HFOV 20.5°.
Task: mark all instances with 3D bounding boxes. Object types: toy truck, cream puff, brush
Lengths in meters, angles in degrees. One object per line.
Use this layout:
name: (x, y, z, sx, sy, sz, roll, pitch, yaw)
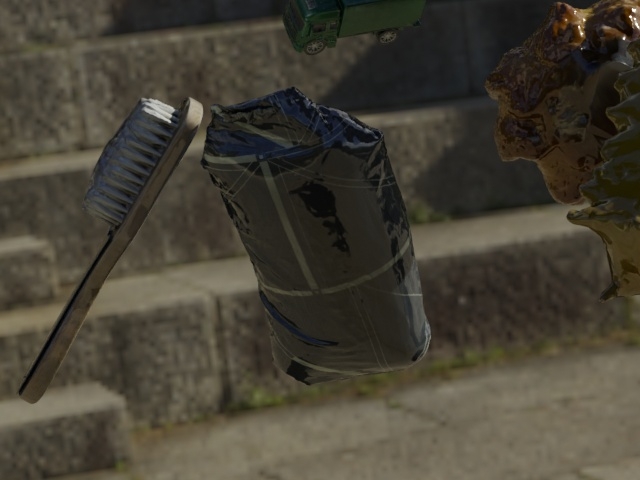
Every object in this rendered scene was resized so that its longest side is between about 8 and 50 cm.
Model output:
toy truck: (0.035, -0.255, 1.953, 0.147, 0.065, 0.079, -13, -31, -16)
cream puff: (0.330, -0.179, 2.195, 0.241, 0.269, 0.155, 23, 11, -12)
brush: (-0.212, 0.003, 1.650, 0.065, 0.327, 0.070, 27, 9, -16)

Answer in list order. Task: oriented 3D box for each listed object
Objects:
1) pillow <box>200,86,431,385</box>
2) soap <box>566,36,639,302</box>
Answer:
pillow: (0.000, 0.000, 1.581, 0.162, 0.335, 0.092, -15, 38, 4)
soap: (0.263, -0.131, 1.049, 0.169, 0.304, 0.339, -5, 4, 32)
